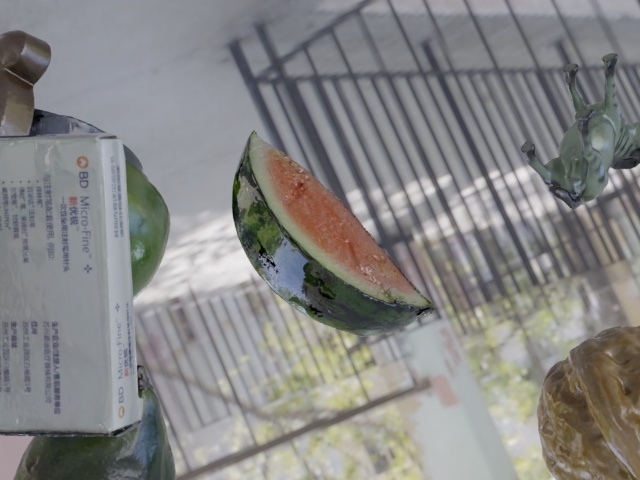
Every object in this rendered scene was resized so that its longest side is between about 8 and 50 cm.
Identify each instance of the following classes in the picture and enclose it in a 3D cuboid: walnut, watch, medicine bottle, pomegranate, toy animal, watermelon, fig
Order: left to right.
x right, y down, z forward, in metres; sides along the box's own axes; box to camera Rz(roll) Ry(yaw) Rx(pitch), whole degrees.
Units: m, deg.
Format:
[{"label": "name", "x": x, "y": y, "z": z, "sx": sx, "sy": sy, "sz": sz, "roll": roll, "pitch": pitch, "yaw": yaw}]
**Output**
[{"label": "medicine bottle", "x": -0.212, "y": 0.030, "z": 0.889, "sx": 0.171, "sy": 0.201, "sz": 0.052, "roll": -2, "pitch": -175, "yaw": 10}, {"label": "watch", "x": -0.429, "y": -0.077, "z": 1.848, "sx": 0.335, "sy": 0.314, "sz": 0.327, "roll": -2, "pitch": 154, "yaw": 35}, {"label": "pomegranate", "x": -0.282, "y": 0.016, "z": 1.444, "sx": 0.241, "sy": 0.190, "sz": 0.159, "roll": -31, "pitch": -150, "yaw": 46}, {"label": "fig", "x": -0.254, "y": 0.265, "z": 1.583, "sx": 0.245, "sy": 0.195, "sz": 0.195, "roll": -57, "pitch": 159, "yaw": 19}, {"label": "watermelon", "x": -0.002, "y": 0.003, "z": 1.252, "sx": 0.119, "sy": 0.245, "sz": 0.063, "roll": -40, "pitch": 170, "yaw": -45}, {"label": "toy animal", "x": 0.299, "y": -0.101, "z": 1.446, "sx": 0.073, "sy": 0.176, "sz": 0.217, "roll": 4, "pitch": -136, "yaw": 37}, {"label": "walnut", "x": 0.373, "y": 0.227, "z": 1.568, "sx": 0.224, "sy": 0.257, "sz": 0.257, "roll": -37, "pitch": 168, "yaw": 17}]
